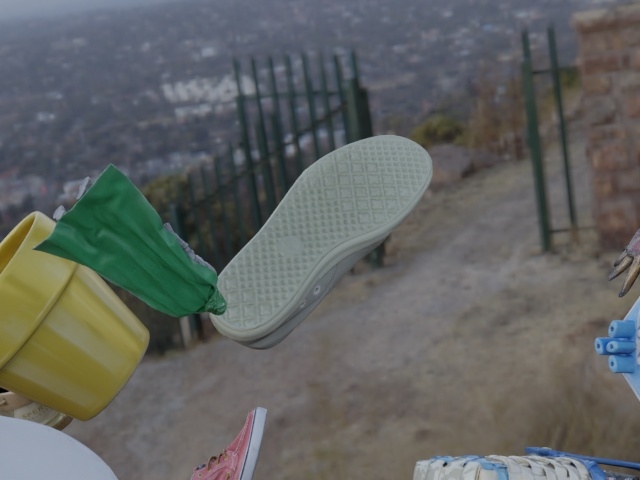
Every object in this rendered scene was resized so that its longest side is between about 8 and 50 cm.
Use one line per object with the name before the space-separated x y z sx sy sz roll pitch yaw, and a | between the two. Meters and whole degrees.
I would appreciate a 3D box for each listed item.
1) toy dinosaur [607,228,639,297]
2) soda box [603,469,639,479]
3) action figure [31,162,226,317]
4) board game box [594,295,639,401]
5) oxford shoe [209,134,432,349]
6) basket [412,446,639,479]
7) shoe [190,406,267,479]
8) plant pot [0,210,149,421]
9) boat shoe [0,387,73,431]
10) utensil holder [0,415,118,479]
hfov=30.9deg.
toy dinosaur | 0.405 0.079 1.202 0.127 0.296 0.200 -34 -26 29
soda box | 0.380 0.379 1.455 0.060 0.169 0.053 -28 18 -35
action figure | -0.198 0.021 1.341 0.137 0.232 0.063 -42 27 17
board game box | 0.563 0.150 1.593 0.050 0.390 0.390 6 39 -26
oxford shoe | 0.000 0.000 1.791 0.169 0.130 0.449 37 68 20
basket | 0.226 0.328 1.169 0.289 0.255 0.201 19 -18 -20
shoe | -0.129 0.306 1.566 0.081 0.178 0.063 15 -5 2
plant pot | -0.386 0.127 1.647 0.254 0.239 0.254 -43 19 19
boat shoe | -0.503 0.227 1.882 0.121 0.110 0.341 -39 26 -24
utensil holder | -0.319 0.399 1.063 0.327 0.385 0.327 3 37 -2
